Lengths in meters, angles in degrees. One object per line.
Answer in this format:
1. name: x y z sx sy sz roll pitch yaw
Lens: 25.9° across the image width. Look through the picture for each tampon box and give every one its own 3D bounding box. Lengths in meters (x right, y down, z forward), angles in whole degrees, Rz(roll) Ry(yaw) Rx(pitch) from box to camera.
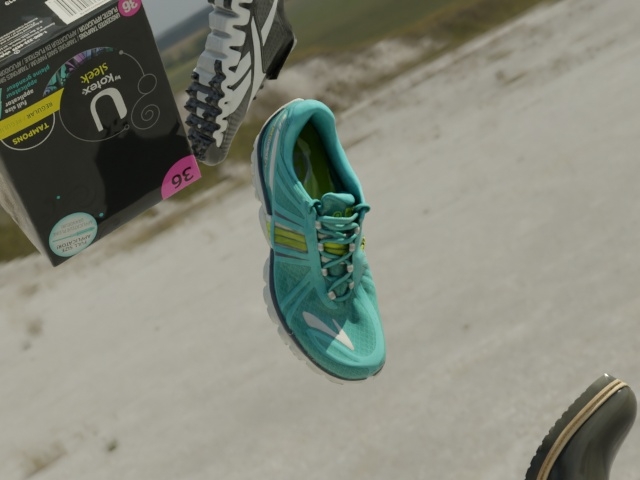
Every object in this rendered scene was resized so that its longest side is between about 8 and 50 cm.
1. tampon box: -0.168 -0.090 0.897 0.120 0.161 0.101 -33 47 -16

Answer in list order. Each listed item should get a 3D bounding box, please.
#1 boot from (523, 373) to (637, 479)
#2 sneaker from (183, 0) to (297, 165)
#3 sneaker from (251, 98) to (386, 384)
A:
1. boot: 0.197 0.203 0.933 0.198 0.137 0.077 -61 -33 -1
2. sneaker: -0.075 -0.189 1.457 0.106 0.234 0.078 2 16 -32
3. sneaker: 0.000 0.000 1.297 0.107 0.275 0.110 -11 -11 -25
